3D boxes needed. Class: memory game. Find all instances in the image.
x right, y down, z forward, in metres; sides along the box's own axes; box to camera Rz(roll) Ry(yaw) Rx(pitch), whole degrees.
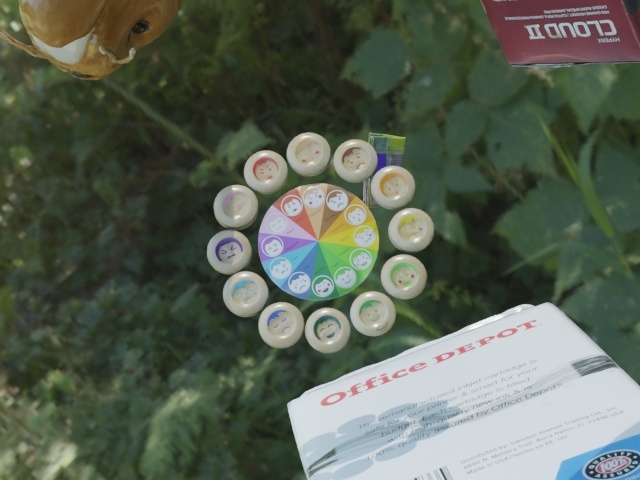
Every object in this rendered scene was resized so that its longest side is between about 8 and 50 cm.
[{"bbox_3d":[0.000,0.000,0.999,0.186,0.012,0.186,-1,75,2],"label":"memory game"}]

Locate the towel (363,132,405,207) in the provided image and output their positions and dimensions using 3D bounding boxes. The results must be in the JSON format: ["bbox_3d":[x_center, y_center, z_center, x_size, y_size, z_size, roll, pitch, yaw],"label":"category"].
[{"bbox_3d":[0.073,-0.078,1.393,0.009,0.060,0.083,7,94,46],"label":"towel"}]

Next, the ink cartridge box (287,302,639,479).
[{"bbox_3d":[0.148,0.225,1.048,0.285,0.166,0.395,-20,17,-2],"label":"ink cartridge box"}]

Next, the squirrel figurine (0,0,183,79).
[{"bbox_3d":[-0.210,-0.339,1.062,0.281,0.370,0.397,2,71,19],"label":"squirrel figurine"}]

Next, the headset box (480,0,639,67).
[{"bbox_3d":[0.165,-0.259,0.731,0.110,0.293,0.218,8,47,49],"label":"headset box"}]
